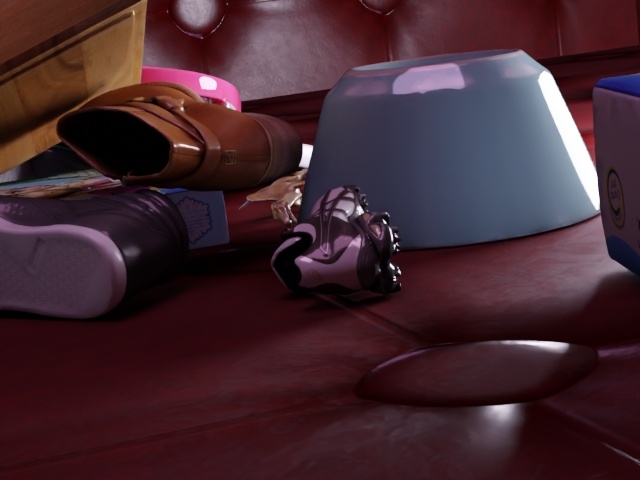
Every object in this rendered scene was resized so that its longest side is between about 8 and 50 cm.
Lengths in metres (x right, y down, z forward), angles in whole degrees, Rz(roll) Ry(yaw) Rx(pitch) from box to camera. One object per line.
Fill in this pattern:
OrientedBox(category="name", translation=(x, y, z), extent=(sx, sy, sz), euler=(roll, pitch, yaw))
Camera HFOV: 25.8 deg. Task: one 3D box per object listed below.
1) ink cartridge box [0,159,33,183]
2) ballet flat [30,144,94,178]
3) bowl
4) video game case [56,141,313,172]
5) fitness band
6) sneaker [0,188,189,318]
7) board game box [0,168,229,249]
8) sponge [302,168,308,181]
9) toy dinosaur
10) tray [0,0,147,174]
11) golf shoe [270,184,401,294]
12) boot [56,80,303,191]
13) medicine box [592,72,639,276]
OrientedBox(category="ink cartridge box", translation=(-0.543, -0.145, 1.689), extent=(0.308, 0.091, 0.385), euler=(19, -6, 6))
OrientedBox(category="ballet flat", translation=(-0.277, -0.082, 1.817), extent=(0.203, 0.074, 0.074), euler=(5, 9, -5))
OrientedBox(category="bowl", translation=(0.122, -0.099, 1.384), extent=(0.312, 0.163, 0.311), euler=(-6, 9, 1))
OrientedBox(category="video game case", translation=(-0.197, -0.127, 1.863), extent=(0.300, 0.036, 0.329), euler=(2, -4, 43))
OrientedBox(category="fitness band", translation=(-0.210, -0.176, 1.804), extent=(0.209, 0.054, 0.291), euler=(5, -5, 2))
OrientedBox(category="sneaker", translation=(-0.244, 0.002, 1.235), extent=(0.296, 0.104, 0.147), euler=(10, 16, 33))
OrientedBox(category="board game box", translation=(-0.291, -0.023, 1.505), extent=(0.318, 0.065, 0.319), euler=(-10, 11, -17))
OrientedBox(category="sponge", translation=(0.078, -0.076, 1.659), extent=(0.117, 0.031, 0.210), euler=(-12, 11, -27))
OrientedBox(category="toy dinosaur", translation=(-0.040, -0.055, 1.557), extent=(0.093, 0.053, 0.183), euler=(-11, 10, -14))
OrientedBox(category="tray", translation=(-0.282, -0.168, 1.419), extent=(0.203, 0.076, 0.411), euler=(-31, -2, -10))
OrientedBox(category="golf shoe", translation=(0.000, 0.000, 1.144), extent=(0.094, 0.077, 0.198), euler=(-9, 9, -11))
OrientedBox(category="boot", translation=(-0.183, -0.093, 1.340), extent=(0.283, 0.109, 0.220), euler=(15, 12, 29))
OrientedBox(category="medicine box", translation=(0.362, -0.049, 0.956), extent=(0.289, 0.149, 0.263), euler=(-7, 10, -3))
